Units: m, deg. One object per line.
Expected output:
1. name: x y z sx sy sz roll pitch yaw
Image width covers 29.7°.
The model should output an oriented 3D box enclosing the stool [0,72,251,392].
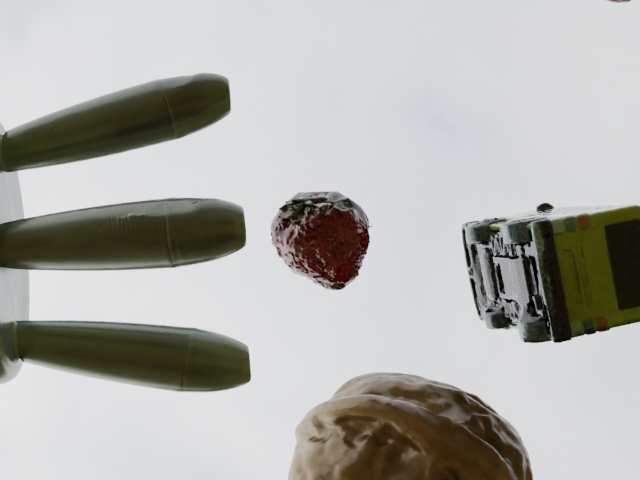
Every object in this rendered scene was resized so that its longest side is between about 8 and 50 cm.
1. stool: -0.153 0.003 0.869 0.199 0.195 0.195 -2 -46 -5

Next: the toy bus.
1. toy bus: 0.249 0.029 1.288 0.150 0.262 0.128 -11 -87 -9

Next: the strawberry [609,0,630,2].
1. strawberry: 0.086 -0.177 0.409 0.234 0.178 0.233 18 -111 -57

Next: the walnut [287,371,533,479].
1. walnut: 0.086 0.247 1.234 0.257 0.257 0.224 51 -128 -25

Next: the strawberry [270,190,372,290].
1. strawberry: 0.001 0.000 1.182 0.106 0.106 0.106 -5 -79 -27
